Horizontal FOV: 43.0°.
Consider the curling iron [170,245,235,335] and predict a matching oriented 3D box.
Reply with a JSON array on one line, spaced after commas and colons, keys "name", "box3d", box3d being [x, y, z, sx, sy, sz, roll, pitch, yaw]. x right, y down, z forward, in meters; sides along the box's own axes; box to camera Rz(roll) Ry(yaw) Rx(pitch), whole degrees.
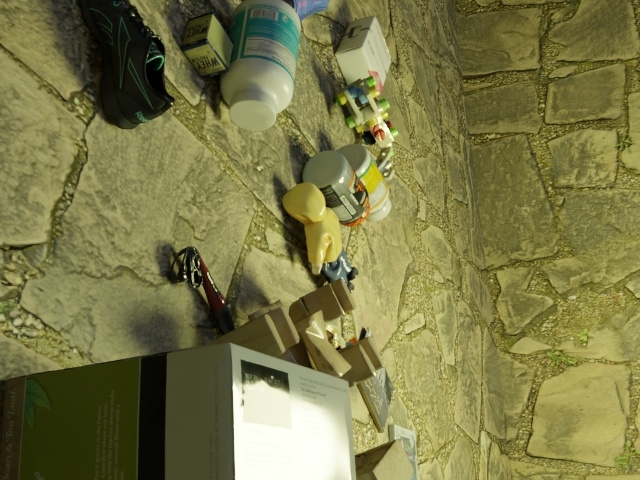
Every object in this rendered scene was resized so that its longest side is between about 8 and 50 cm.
[{"name": "curling iron", "box3d": [-0.189, 0.120, 1.411, 0.068, 0.035, 0.274, -52, 136, -34]}]

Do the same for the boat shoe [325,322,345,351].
[{"name": "boat shoe", "box3d": [0.025, 0.229, 1.839, 0.135, 0.050, 0.045, 50, 31, -49]}]

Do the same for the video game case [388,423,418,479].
[{"name": "video game case", "box3d": [0.227, 0.603, 2.190, 0.173, 0.022, 0.191, 37, 48, -58]}]

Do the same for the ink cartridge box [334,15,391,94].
[{"name": "ink cartridge box", "box3d": [0.127, -0.530, 2.352, 0.218, 0.092, 0.159, -68, 142, -49]}]

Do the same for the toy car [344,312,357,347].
[{"name": "toy car", "box3d": [0.058, 0.228, 1.962, 0.040, 0.060, 0.122, -11, 68, -25]}]

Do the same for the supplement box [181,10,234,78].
[{"name": "supplement box", "box3d": [-0.212, -0.367, 1.530, 0.083, 0.056, 0.083, 53, 34, -47]}]

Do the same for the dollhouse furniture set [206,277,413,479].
[{"name": "dollhouse furniture set", "box3d": [-0.044, 0.313, 1.484, 0.394, 0.256, 0.362, 63, 22, 3]}]

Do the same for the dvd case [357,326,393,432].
[{"name": "dvd case", "box3d": [0.138, 0.358, 2.091, 0.165, 0.018, 0.221, -67, 141, -52]}]

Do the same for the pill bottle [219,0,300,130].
[{"name": "pill bottle", "box3d": [-0.121, -0.349, 1.621, 0.146, 0.146, 0.264, 51, 37, -49]}]

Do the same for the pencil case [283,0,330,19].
[{"name": "pencil case", "box3d": [-0.064, -0.560, 1.875, 0.133, 0.119, 0.306, 50, 29, -7]}]

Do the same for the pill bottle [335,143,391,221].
[{"name": "pill bottle", "box3d": [0.109, -0.144, 2.110, 0.208, 0.117, 0.118, 54, 34, -45]}]

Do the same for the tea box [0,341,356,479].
[{"name": "tea box", "box3d": [-0.165, 0.278, 1.018, 0.329, 0.323, 0.220, 33, 50, -59]}]

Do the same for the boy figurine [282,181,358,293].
[{"name": "boy figurine", "box3d": [0.000, 0.000, 1.829, 0.177, 0.092, 0.285, -72, 144, -48]}]

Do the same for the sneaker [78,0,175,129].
[{"name": "sneaker", "box3d": [-0.292, -0.311, 1.258, 0.101, 0.106, 0.268, -18, 96, -66]}]

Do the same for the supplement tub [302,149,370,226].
[{"name": "supplement tub", "box3d": [0.044, -0.119, 1.948, 0.190, 0.117, 0.117, 50, 37, -50]}]

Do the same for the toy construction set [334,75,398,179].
[{"name": "toy construction set", "box3d": [0.141, -0.302, 2.210, 0.215, 0.151, 0.328, -110, -176, -57]}]
